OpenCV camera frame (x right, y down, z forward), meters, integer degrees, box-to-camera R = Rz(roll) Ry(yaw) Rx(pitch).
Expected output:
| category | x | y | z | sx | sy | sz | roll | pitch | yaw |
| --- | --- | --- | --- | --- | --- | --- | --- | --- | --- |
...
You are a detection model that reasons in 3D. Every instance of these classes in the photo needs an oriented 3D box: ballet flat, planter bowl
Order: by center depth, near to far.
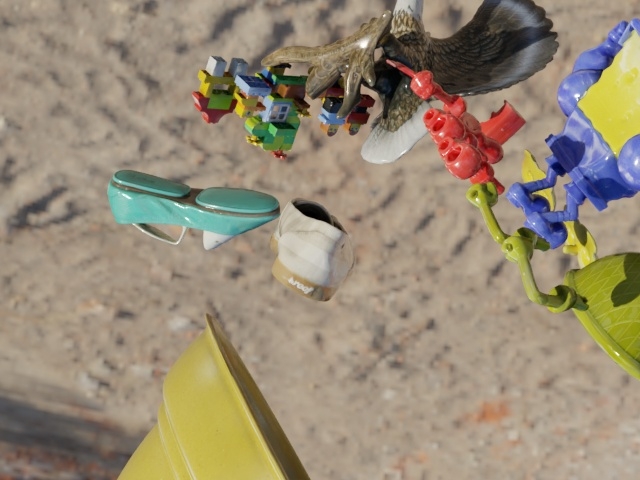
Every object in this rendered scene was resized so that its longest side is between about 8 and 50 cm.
| category | x | y | z | sx | sy | sz | roll | pitch | yaw |
| --- | --- | --- | --- | --- | --- | --- | --- | --- | --- |
| planter bowl | -0.035 | 0.147 | 0.597 | 0.090 | 0.217 | 0.217 | -28 | 152 | -4 |
| ballet flat | -0.169 | -0.034 | 1.868 | 0.247 | 0.083 | 0.087 | 10 | 116 | 13 |

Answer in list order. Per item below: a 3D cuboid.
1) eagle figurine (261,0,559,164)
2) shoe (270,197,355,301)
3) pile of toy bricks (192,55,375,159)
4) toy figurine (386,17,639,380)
| category | x | y | z | sx | sy | sz | roll | pitch | yaw |
| --- | --- | --- | --- | --- | --- | --- | --- | --- | --- |
| eagle figurine | 0.123 | -0.212 | 1.649 | 0.226 | 0.225 | 0.298 | 37 | -160 | 35 |
| shoe | 0.000 | 0.000 | 1.157 | 0.076 | 0.058 | 0.219 | 22 | -171 | -4 |
| pile of toy bricks | -0.044 | -0.147 | 1.651 | 0.212 | 0.118 | 0.105 | -1 | 123 | -38 |
| toy figurine | 0.223 | -0.086 | 1.025 | 0.191 | 0.362 | 0.217 | 37 | 107 | -30 |
